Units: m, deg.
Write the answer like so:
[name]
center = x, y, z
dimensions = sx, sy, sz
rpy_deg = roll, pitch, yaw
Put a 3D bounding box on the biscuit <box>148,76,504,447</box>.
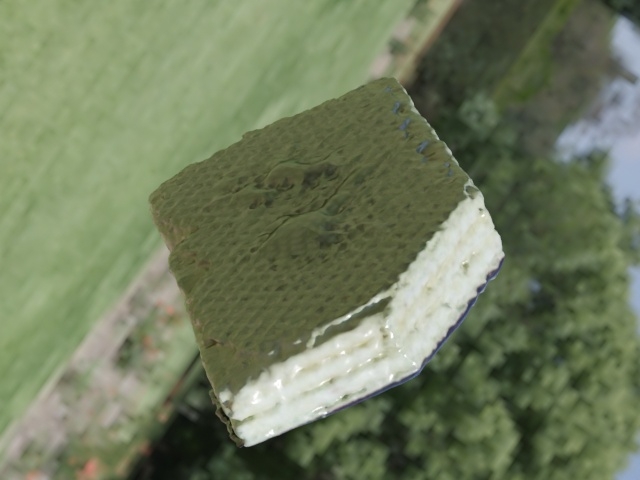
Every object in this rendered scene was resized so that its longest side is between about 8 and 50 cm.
[biscuit]
center = 0.000, 0.000, 0.950
dimensions = 0.150, 0.052, 0.252
rpy_deg = -24, -154, 0
